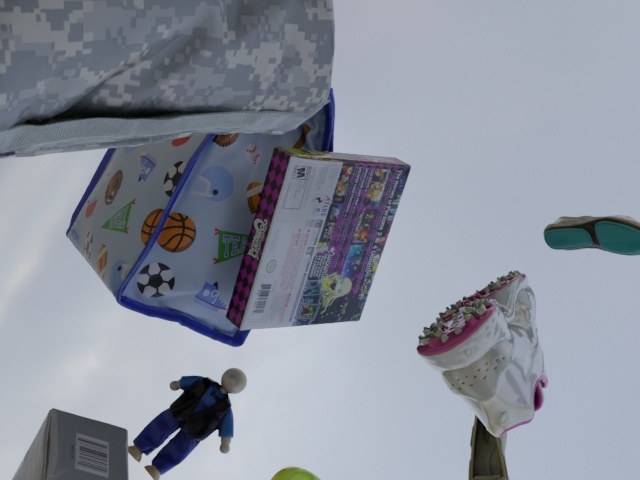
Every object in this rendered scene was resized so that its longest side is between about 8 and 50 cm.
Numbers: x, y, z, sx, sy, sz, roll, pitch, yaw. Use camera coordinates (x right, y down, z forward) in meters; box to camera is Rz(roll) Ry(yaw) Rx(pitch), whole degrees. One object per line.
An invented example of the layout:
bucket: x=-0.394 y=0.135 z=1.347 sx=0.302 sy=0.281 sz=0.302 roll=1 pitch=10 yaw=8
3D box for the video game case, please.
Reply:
video game case: x=0.000 y=0.000 z=1.176 sx=0.042 sy=0.210 sz=0.232 roll=34 pitch=-65 yaw=42

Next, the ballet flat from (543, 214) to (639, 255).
ballet flat: x=0.368 y=-0.015 z=1.209 sx=0.168 sy=0.057 sz=0.052 roll=5 pitch=-144 yaw=48

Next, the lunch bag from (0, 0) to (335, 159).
lunch bag: x=-0.147 y=-0.185 z=0.633 sx=0.212 sy=0.305 sz=0.256 roll=-32 pitch=-107 yaw=48

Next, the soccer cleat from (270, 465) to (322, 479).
soccer cleat: x=-0.004 y=0.349 z=1.000 sx=0.121 sy=0.289 sz=0.093 roll=10 pitch=-134 yaw=46

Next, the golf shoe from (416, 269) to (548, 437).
golf shoe: x=0.198 y=0.123 z=1.041 sx=0.115 sy=0.140 sz=0.306 roll=-34 pitch=177 yaw=24

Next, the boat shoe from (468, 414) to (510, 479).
boat shoe: x=0.214 y=0.289 z=1.185 sx=0.056 sy=0.048 sz=0.153 roll=-6 pitch=-118 yaw=27

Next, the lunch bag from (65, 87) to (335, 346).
lunch bag: x=-0.153 y=-0.095 z=1.305 sx=0.328 sy=0.239 sz=0.385 roll=30 pitch=-86 yaw=56

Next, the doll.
doll: x=-0.175 y=0.252 z=1.300 sx=0.189 sy=0.129 sz=0.046 roll=-44 pitch=168 yaw=-13

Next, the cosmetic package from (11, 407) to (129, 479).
cosmetic package: x=-0.304 y=0.320 z=1.033 sx=0.238 sy=0.107 sz=0.127 roll=-56 pitch=-152 yaw=20
